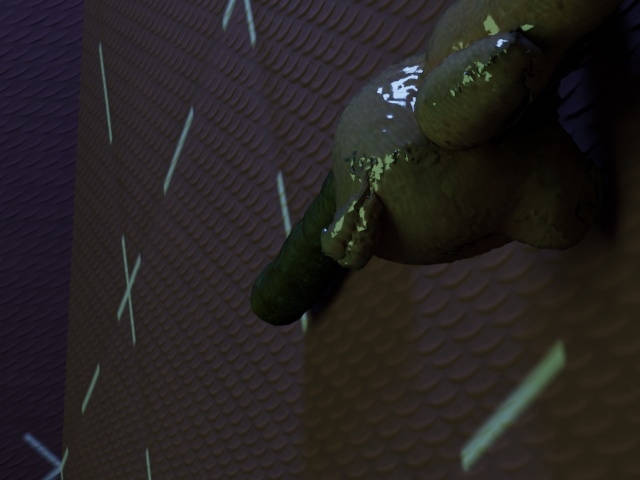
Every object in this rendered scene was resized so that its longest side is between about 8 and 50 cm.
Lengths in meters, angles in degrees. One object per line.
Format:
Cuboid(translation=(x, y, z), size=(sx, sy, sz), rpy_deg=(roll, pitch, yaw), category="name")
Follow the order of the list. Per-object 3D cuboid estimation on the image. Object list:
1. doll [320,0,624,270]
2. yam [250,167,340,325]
Cuboid(translation=(0.131, -0.089, 0.862), size=(0.303, 0.156, 0.201), rpy_deg=(-46, 3, 39), category="doll")
Cuboid(translation=(0.000, 0.000, 1.308), size=(0.274, 0.061, 0.061), rpy_deg=(124, 142, -57), category="yam")
